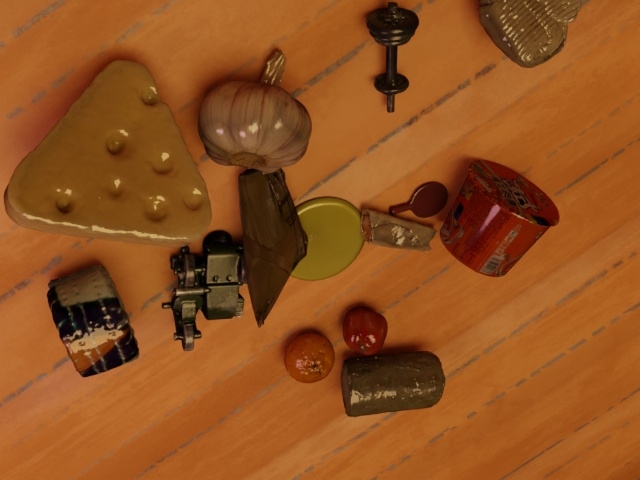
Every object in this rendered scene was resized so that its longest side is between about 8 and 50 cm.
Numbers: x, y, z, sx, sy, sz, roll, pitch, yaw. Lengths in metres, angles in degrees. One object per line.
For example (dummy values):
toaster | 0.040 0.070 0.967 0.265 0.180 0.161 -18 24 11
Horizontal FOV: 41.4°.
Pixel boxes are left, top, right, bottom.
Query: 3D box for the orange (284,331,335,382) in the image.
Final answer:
orange | -0.027 0.304 2.168 0.136 0.117 0.135 -6 125 -8

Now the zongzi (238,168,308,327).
zongzi | -0.130 0.001 1.836 0.123 0.289 0.260 -4 123 21

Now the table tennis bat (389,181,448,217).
table tennis bat | 0.242 -0.091 2.075 0.155 0.019 0.098 -17 126 -12

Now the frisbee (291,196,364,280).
frisbee | 0.000 0.000 2.046 0.236 0.017 0.235 -9 123 -14

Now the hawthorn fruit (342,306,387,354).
hawthorn fruit | 0.113 0.232 2.174 0.128 0.128 0.128 -9 123 -14

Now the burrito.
burrito | 0.192 -0.018 2.068 0.226 0.060 0.086 11 106 -30

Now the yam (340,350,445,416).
yam | 0.182 0.383 2.268 0.268 0.161 0.161 -4 122 -18

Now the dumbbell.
dumbbell | 0.152 -0.386 1.811 0.110 0.110 0.254 -12 130 -12

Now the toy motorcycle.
toy motorcycle | -0.256 0.117 1.972 0.205 0.127 0.275 -3 115 -19

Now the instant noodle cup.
instant noodle cup | 0.418 -0.045 2.040 0.251 0.250 0.192 14 123 -26

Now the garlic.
garlic | -0.124 -0.276 1.748 0.245 0.245 0.253 19 76 -29

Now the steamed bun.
steamed bun | 0.443 -0.492 1.822 0.211 0.144 0.218 -42 95 0

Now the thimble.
thimble | -0.499 0.174 1.862 0.150 0.237 0.237 -21 125 -12

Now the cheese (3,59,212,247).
cheese | -0.366 -0.118 1.632 0.384 0.104 0.383 6 76 -24
